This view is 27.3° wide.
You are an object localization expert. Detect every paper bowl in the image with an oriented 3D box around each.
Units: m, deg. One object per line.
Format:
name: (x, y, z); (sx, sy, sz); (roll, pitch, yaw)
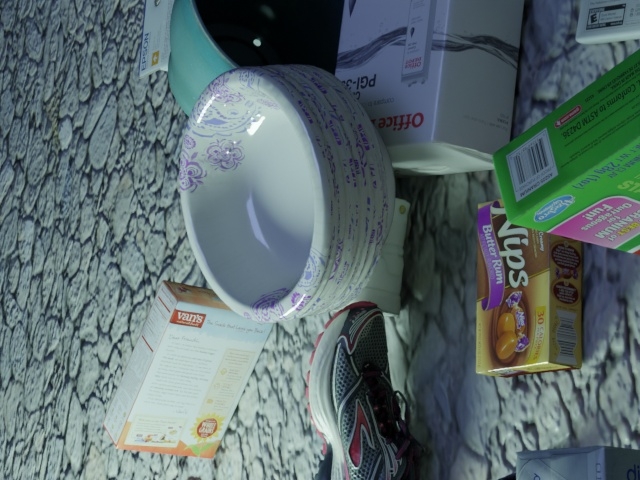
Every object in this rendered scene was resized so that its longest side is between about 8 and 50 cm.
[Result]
paper bowl: (-0.026, -0.056, 1.483); (0.284, 0.148, 0.284); (13, 106, 52)

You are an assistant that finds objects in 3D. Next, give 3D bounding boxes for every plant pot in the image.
plant pot: (-0.077, -0.263, 1.722); (0.255, 0.271, 0.272); (140, 133, -62)

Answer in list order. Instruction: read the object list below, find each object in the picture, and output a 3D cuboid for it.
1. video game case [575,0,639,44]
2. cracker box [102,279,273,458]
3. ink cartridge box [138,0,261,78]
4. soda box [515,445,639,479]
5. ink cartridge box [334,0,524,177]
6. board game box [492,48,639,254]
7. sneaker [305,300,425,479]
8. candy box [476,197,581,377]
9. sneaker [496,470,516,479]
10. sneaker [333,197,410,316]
video game case: (0.347, -0.294, 1.322); (0.201, 0.023, 0.183); (4, 83, 56)
cracker box: (-0.179, 0.178, 1.792); (0.067, 0.155, 0.232); (46, 116, 51)
ink cartridge box: (-0.166, -0.430, 2.044); (0.330, 0.071, 0.324); (-11, 71, 56)
soda box: (0.281, 0.219, 1.022); (0.091, 0.286, 0.098); (-16, 67, 50)
ink cartridge box: (0.124, -0.226, 1.529); (0.207, 0.117, 0.283); (-3, 78, 54)
board game box: (0.331, -0.066, 1.017); (0.242, 0.316, 0.064); (-37, 52, 43)
sneaker: (0.062, 0.217, 1.488); (0.112, 0.121, 0.299); (-5, 88, 38)
candy box: (0.216, 0.044, 1.372); (0.109, 0.053, 0.187); (-15, 69, 52)
sneaker: (0.190, 0.261, 1.335); (0.135, 0.058, 0.052); (-51, 43, 34)
sneaker: (0.000, 0.000, 1.653); (0.292, 0.108, 0.169); (3, 80, 45)
